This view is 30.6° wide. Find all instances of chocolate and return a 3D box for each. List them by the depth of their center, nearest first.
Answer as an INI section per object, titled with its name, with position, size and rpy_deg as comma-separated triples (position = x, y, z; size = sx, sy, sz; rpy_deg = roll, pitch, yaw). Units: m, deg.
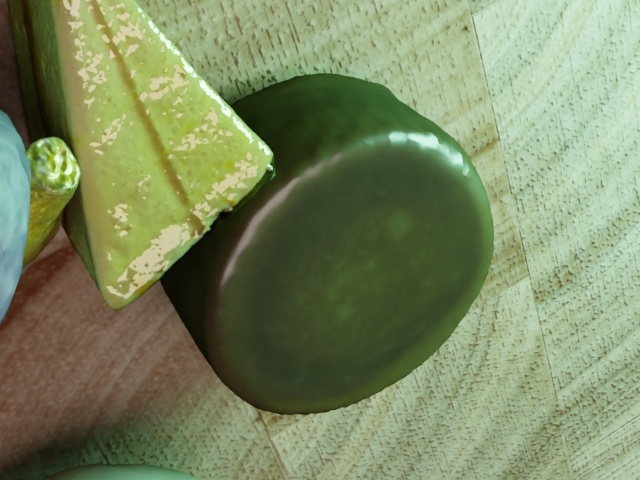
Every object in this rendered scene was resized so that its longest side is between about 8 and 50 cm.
[chocolate]
position = -0.234, -0.008, 0.827
size = 0.085, 0.086, 0.219
rpy_deg = 7, 154, -35

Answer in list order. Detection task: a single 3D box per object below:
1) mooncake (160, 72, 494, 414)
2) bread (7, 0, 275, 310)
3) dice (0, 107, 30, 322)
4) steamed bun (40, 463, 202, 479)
[mooncake]
position = 0.000, 0.000, 1.005
size = 0.284, 0.155, 0.284
rpy_deg = -17, 126, -25
[bread]
position = -0.182, -0.106, 0.824
size = 0.163, 0.167, 0.264
rpy_deg = -43, 128, -2
[dice]
position = -0.356, -0.011, 0.696
size = 0.270, 0.270, 0.271
rpy_deg = 24, 104, -41
[steamed bun]
position = -0.181, 0.345, 0.997
size = 0.324, 0.324, 0.206
rpy_deg = -34, 158, -10
